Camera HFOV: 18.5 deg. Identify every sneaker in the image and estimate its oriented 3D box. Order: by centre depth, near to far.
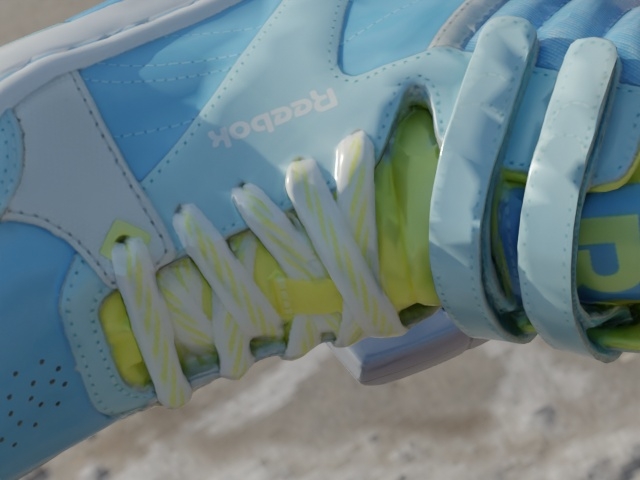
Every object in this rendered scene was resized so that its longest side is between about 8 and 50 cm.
[{"bbox_3d":[0.000,0.000,0.611,0.208,0.127,0.319,27,57,36],"label":"sneaker"}]

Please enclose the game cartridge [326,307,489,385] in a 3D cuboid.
[{"bbox_3d":[0.092,-0.060,1.109,0.297,0.062,0.198,-37,76,-13],"label":"game cartridge"}]
